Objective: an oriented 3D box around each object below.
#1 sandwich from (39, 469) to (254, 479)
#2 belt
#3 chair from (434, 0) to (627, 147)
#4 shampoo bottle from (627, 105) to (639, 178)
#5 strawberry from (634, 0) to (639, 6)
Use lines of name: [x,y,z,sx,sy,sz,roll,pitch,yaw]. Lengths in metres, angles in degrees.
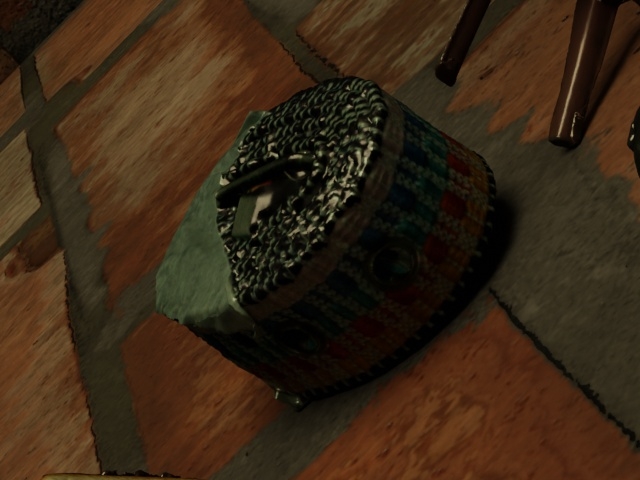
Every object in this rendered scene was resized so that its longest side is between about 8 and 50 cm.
sandwich: [-0.090,0.230,1.247,0.058,0.193,0.162,-163,79,-64]
belt: [0.000,0.000,1.421,0.257,0.150,0.207,-24,39,48]
chair: [0.210,-0.246,1.398,0.183,0.175,0.326,-35,32,53]
shampoo bottle: [0.239,-0.047,1.093,0.101,0.101,0.284,-47,20,-1]
strawberry: [0.320,-0.253,1.118,0.345,0.295,0.317,-15,-14,-13]
